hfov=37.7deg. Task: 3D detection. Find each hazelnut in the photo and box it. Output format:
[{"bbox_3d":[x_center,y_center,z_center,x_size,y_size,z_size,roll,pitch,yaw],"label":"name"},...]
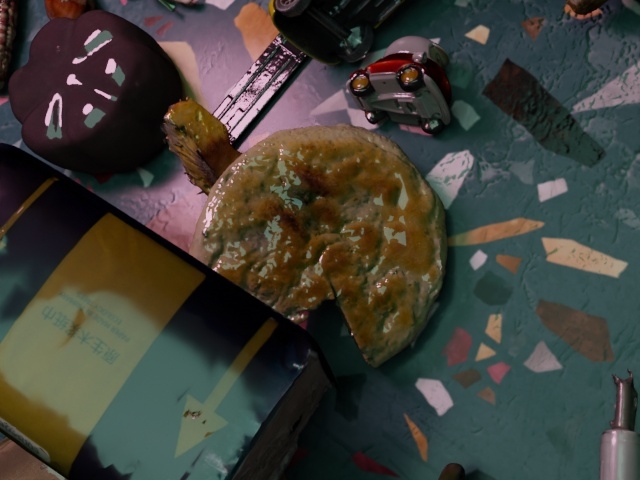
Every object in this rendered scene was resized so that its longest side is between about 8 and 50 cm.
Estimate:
[{"bbox_3d":[-0.390,-0.365,1.448,0.086,0.086,0.086,-4,76,17],"label":"hazelnut"}]

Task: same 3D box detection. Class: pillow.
[{"bbox_3d":[-0.431,0.332,1.309,0.217,0.033,0.130,-28,69,10],"label":"pillow"}]

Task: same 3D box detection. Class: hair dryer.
[{"bbox_3d":[0.346,0.316,1.037,0.173,0.107,0.358,2,71,16],"label":"hair dryer"}]

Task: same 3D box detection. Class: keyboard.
[{"bbox_3d":[-0.093,-0.215,1.344,0.061,0.013,0.204,40,92,22],"label":"keyboard"}]

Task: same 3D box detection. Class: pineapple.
[{"bbox_3d":[-0.123,-0.091,1.265,0.233,0.135,0.079,46,71,-4],"label":"pineapple"}]

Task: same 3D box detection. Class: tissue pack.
[{"bbox_3d":[-0.212,0.118,0.986,0.416,0.264,0.253,30,77,12],"label":"tissue pack"}]

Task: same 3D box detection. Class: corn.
[{"bbox_3d":[-0.517,-0.352,1.480,0.079,0.079,0.237,-4,77,17],"label":"corn"}]

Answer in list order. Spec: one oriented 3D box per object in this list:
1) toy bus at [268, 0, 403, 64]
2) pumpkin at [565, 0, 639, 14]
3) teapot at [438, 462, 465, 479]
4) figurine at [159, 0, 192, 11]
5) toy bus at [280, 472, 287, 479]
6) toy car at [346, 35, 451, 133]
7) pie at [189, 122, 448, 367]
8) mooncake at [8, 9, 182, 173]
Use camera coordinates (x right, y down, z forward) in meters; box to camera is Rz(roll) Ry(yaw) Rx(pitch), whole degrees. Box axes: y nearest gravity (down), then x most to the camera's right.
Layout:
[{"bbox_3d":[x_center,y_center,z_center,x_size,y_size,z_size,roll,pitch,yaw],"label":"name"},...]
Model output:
[{"bbox_3d":[0.072,-0.394,1.239,0.330,0.144,0.152,-41,45,21],"label":"toy bus"},{"bbox_3d":[0.383,-0.383,1.169,0.317,0.139,0.222,25,82,19],"label":"pumpkin"},{"bbox_3d":[0.116,0.381,1.047,0.185,0.175,0.268,13,81,18],"label":"teapot"},{"bbox_3d":[-0.269,-0.399,1.425,0.187,0.083,0.083,22,84,9],"label":"figurine"},{"bbox_3d":[-0.160,0.265,1.167,0.201,0.177,0.365,-28,73,6],"label":"toy bus"},{"bbox_3d":[0.113,-0.217,1.237,0.139,0.112,0.112,8,64,29],"label":"toy car"},{"bbox_3d":[0.000,0.000,1.173,0.337,0.075,0.338,1,85,-8],"label":"pie"},{"bbox_3d":[-0.330,-0.215,1.363,0.244,0.133,0.245,-7,72,23],"label":"mooncake"}]
